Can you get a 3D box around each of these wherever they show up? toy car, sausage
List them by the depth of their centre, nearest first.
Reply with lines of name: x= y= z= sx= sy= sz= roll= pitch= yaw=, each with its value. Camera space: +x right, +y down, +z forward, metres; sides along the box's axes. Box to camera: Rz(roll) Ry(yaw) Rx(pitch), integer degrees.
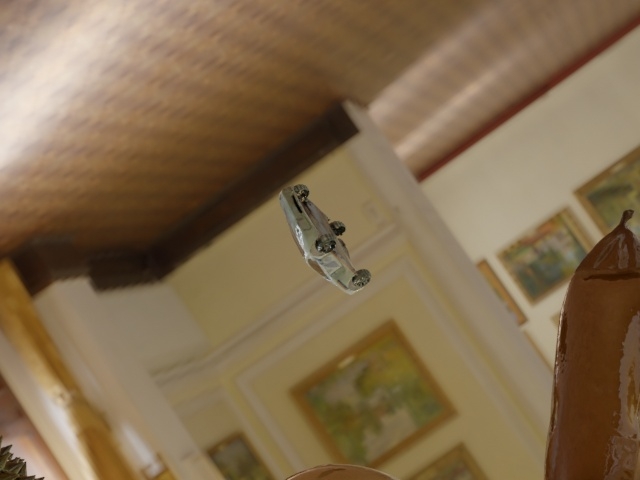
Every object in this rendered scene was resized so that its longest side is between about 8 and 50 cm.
sausage: x=0.276 y=0.117 z=1.304 sx=0.112 sy=0.112 sz=0.328 roll=-42 pitch=-151 yaw=52
toy car: x=0.000 y=0.000 z=1.693 sx=0.056 sy=0.095 sz=0.205 roll=-33 pitch=148 yaw=9

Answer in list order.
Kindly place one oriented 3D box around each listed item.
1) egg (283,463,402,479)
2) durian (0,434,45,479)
egg: x=0.024 y=0.320 z=1.354 sx=0.201 sy=0.201 sz=0.244 roll=-37 pitch=139 yaw=23
durian: x=-0.377 y=0.303 z=1.508 sx=0.166 sy=0.172 sz=0.306 roll=-33 pitch=-154 yaw=-1
